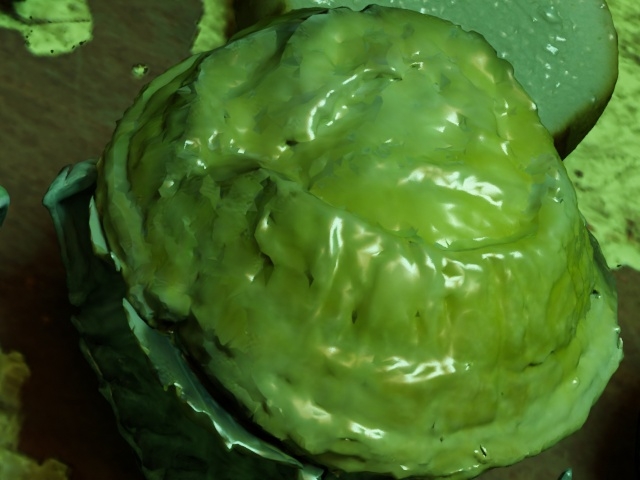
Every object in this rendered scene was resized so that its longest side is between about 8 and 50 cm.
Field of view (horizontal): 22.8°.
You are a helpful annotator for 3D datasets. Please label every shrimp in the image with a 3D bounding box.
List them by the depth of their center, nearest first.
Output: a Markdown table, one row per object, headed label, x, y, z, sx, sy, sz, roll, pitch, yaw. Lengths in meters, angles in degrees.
| label | x | y | z | sx | sy | sz | roll | pitch | yaw |
| --- | --- | --- | --- | --- | --- | --- | --- | --- | --- |
| shrimp | 0.004 | 0.141 | 0.669 | 0.221 | 0.166 | 0.410 | -20 | 57 | -31 |

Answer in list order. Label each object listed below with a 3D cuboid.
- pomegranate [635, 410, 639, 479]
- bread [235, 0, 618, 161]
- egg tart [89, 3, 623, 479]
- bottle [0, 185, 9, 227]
| label | x | y | z | sx | sy | sz | roll | pitch | yaw |
| --- | --- | --- | --- | --- | --- | --- | --- | --- | --- |
| pomegranate | 0.266 | 0.105 | 0.802 | 0.248 | 0.202 | 0.202 | 14 | 49 | -51 |
| bread | 0.061 | -0.123 | 0.912 | 0.236 | 0.070 | 0.236 | 12 | 55 | -17 |
| egg tart | 0.023 | -0.016 | 0.646 | 0.232 | 0.098 | 0.252 | 18 | 45 | -1 |
| bottle | -0.299 | -0.071 | 0.695 | 0.330 | 0.093 | 0.093 | 33 | 51 | -3 |
